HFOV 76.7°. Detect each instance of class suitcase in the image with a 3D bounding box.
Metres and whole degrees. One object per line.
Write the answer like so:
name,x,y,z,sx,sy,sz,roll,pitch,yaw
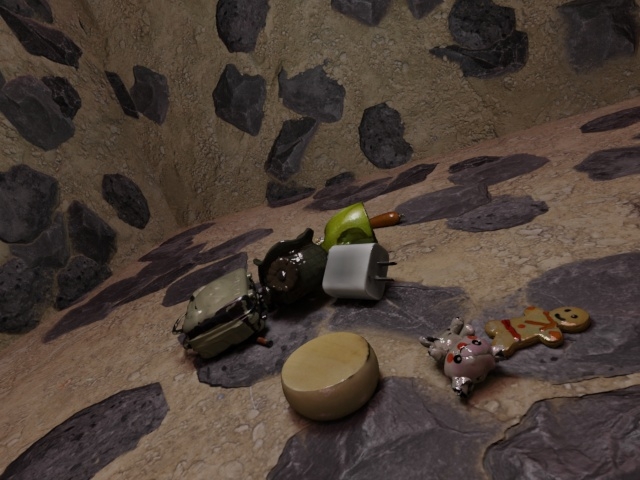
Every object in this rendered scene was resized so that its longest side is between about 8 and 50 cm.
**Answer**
suitcase,-0.383,0.265,1.489,0.339,0.194,0.351,-28,19,-3

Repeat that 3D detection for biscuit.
biscuit,0.522,0.207,0.977,0.234,0.030,0.153,-16,20,12

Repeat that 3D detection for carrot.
carrot,0.271,-0.090,2.048,0.335,0.069,0.069,-13,19,30

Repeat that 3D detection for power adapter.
power adapter,0.149,0.108,1.408,0.255,0.124,0.187,-4,65,40

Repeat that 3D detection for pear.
pear,0.105,-0.013,1.711,0.255,0.239,0.164,-16,24,8

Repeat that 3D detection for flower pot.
flower pot,-0.109,0.109,1.526,0.301,0.213,0.302,-31,-2,-1

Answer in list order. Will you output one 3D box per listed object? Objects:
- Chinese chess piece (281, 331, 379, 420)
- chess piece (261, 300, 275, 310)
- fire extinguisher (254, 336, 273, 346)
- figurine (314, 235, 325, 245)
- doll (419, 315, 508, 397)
Chinese chess piece,0.024,0.336,1.020,0.250,0.097,0.251,-18,17,6
chess piece,-0.217,0.255,1.604,0.042,0.042,0.093,-32,15,-32
fire extinguisher,-0.193,0.340,1.356,0.083,0.022,0.028,-1,57,46
figurine,0.000,0.000,2.087,0.083,0.051,0.047,-29,14,-25
doll,0.320,0.262,0.928,0.149,0.095,0.192,-29,21,-8
